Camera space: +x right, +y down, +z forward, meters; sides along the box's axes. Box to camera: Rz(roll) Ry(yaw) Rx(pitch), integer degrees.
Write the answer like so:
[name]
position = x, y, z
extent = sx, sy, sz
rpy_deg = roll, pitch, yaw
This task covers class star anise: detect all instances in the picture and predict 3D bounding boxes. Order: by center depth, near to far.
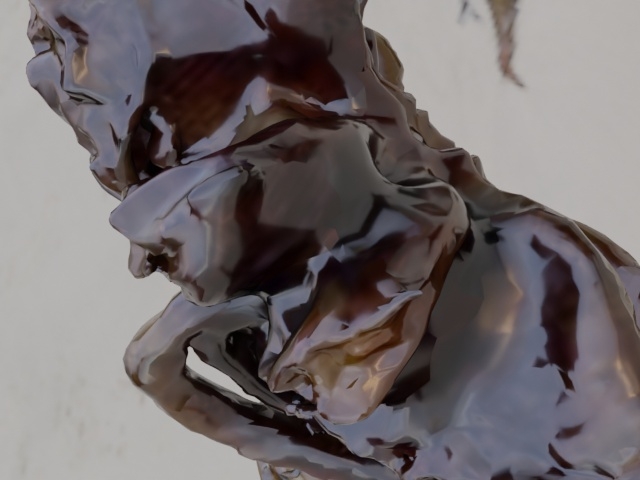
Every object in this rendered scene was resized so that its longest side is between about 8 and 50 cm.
[star anise]
position = 0.000, 0.000, 0.434
extent = 0.126, 0.190, 0.220
rpy_deg = -38, 70, -8

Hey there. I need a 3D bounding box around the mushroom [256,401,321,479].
[mushroom]
position = 0.090, 0.121, 1.134
extent = 0.195, 0.283, 0.263
rpy_deg = -169, 81, -77
